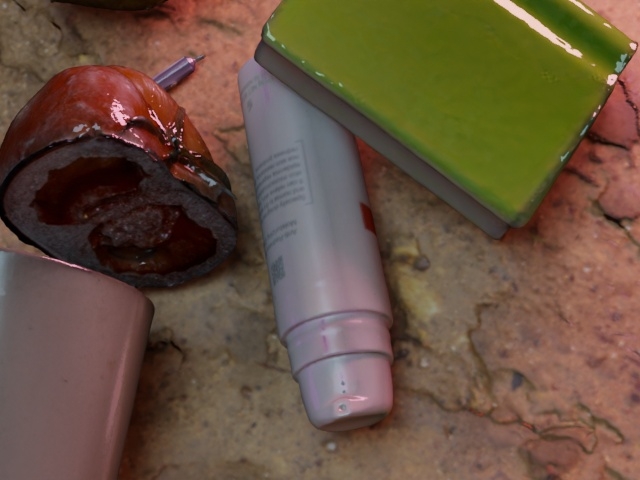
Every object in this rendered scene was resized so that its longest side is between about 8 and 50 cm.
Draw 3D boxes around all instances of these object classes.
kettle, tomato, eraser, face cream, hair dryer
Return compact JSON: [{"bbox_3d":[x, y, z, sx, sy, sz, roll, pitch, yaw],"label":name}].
[{"bbox_3d":[-0.342,0.205,1.519,0.361,0.250,0.377,8,74,-3],"label":"kettle"},{"bbox_3d":[-0.178,-0.073,1.620,0.180,0.214,0.155,-27,46,21],"label":"tomato"},{"bbox_3d":[0.108,-0.162,1.575,0.274,0.092,0.210,35,77,2],"label":"eraser"},{"bbox_3d":[0.000,0.000,1.594,0.102,0.102,0.346,-14,67,10],"label":"face cream"},{"bbox_3d":[-0.153,-0.139,1.729,0.114,0.037,0.063,-36,66,-7],"label":"hair dryer"}]

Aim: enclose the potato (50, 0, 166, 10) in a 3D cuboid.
[{"bbox_3d":[-0.177,-0.356,1.739,0.210,0.173,0.308,12,77,22],"label":"potato"}]
